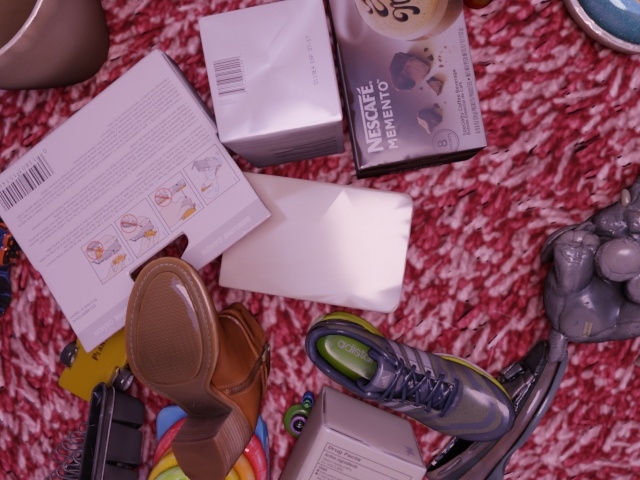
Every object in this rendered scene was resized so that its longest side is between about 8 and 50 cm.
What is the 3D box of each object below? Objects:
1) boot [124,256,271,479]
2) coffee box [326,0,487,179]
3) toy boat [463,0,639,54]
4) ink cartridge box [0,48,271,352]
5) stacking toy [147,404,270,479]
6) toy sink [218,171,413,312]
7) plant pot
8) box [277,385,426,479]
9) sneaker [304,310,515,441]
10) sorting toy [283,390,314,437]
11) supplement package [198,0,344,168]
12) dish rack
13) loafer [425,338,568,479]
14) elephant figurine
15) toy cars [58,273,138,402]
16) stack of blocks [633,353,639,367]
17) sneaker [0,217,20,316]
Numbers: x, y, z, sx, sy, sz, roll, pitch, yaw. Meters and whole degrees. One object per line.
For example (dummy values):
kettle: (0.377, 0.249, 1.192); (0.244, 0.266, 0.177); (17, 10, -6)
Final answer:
boot: (-0.125, 0.122, 0.680); (0.109, 0.220, 0.283); (-11, 108, 15)
coffee box: (0.105, -0.245, 0.734); (0.168, 0.119, 0.297); (-9, 90, 2)
toy boat: (0.345, -0.369, 0.703); (0.318, 0.148, 0.267); (-10, 91, 3)
ink cartridge box: (-0.241, -0.049, 0.697); (0.296, 0.066, 0.261); (-36, 83, 7)
stacking toy: (-0.162, 0.330, 0.669); (0.165, 0.302, 0.175); (-1, 93, 3)
toy sink: (0.000, 0.000, 0.741); (0.234, 0.131, 0.153); (7, 92, 8)
plant pot: (-0.388, -0.296, 0.685); (0.256, 0.274, 0.256); (0, 92, 3)
box: (0.003, 0.374, 0.729); (0.148, 0.121, 0.311); (25, 99, -4)
sneaker: (0.105, 0.187, 0.718); (0.300, 0.121, 0.111); (19, 92, 15)
sorting toy: (-0.010, 0.253, 0.790); (0.102, 0.042, 0.061); (-25, 90, 4)
supplement package: (-0.046, -0.178, 0.682); (0.134, 0.244, 0.139); (-10, 90, 3)
dish rack: (-0.315, 0.335, 0.705); (0.074, 0.208, 0.271); (25, 128, -32)
loafer: (0.241, 0.246, 0.753); (0.084, 0.096, 0.267); (29, 95, 8)
elephant figurine: (0.384, 0.018, 0.719); (0.186, 0.239, 0.169); (-12, 113, 33)
toy cars: (-0.316, 0.034, 0.785); (0.176, 0.087, 0.394); (-16, 86, 7)
stack of blocks: (0.589, 0.228, 0.731); (0.297, 0.087, 0.171); (36, 93, 2)
sneaker: (-0.501, 0.040, 0.803); (0.087, 0.083, 0.221); (37, 104, 37)
